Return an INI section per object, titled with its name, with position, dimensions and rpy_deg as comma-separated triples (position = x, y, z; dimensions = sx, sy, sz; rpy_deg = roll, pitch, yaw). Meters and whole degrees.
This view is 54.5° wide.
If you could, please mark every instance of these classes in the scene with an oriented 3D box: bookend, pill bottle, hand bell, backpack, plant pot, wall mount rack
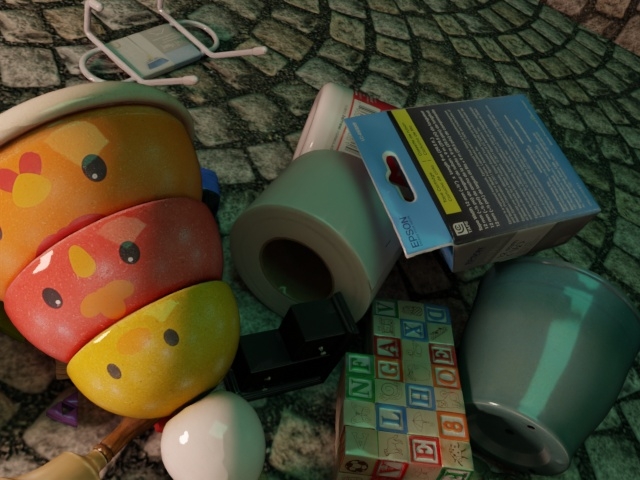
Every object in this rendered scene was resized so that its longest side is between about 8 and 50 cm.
[bookend]
position = -0.049, 0.156, 0.901
dimensions = 0.156, 0.157, 0.072
rpy_deg = -6, 54, -30
[pill bottle]
position = 0.157, -0.122, 1.180
dimensions = 0.408, 0.229, 0.229
rpy_deg = 20, 47, -9
[hand bell]
position = -0.260, 0.255, 0.760
dimensions = 0.126, 0.126, 0.242
rpy_deg = 38, 41, 9
[backpack]
position = -0.222, -0.073, 1.038
dimensions = 0.098, 0.120, 0.101
rpy_deg = 1, 53, -23
[plant pot]
position = 0.333, 0.208, 0.976
dimensions = 0.272, 0.271, 0.255
rpy_deg = 34, 57, 5
[wall mount rack]
position = -0.298, -0.399, 1.269
dimensions = 0.304, 0.130, 0.350
rpy_deg = 41, 48, 11

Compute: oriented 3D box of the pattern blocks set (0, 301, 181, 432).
[pattern blocks set]
position = -0.310, 0.113, 0.903
dimensions = 0.286, 0.026, 0.324
rpy_deg = 11, 52, -17

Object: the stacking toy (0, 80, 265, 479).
[stacking toy]
position = -0.206, 0.085, 0.750
dimensions = 0.351, 0.350, 0.479
rpy_deg = -26, 76, -38

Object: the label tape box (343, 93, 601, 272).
[label tape box]
position = 0.222, -0.089, 0.978
dimensions = 0.348, 0.115, 0.249
rpy_deg = -13, 63, -21

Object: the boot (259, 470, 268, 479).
[boot]
position = -0.123, 0.387, 0.718
dimensions = 0.262, 0.095, 0.203
rpy_deg = -25, 67, -39

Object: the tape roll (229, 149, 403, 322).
[tape roll]
position = 0.000, 0.000, 0.996
dimensions = 0.246, 0.246, 0.169
rpy_deg = 34, 47, 5

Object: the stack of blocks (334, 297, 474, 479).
[stack of blocks]
position = 0.114, 0.221, 0.927
dimensions = 0.171, 0.087, 0.297
rpy_deg = 8, 39, -3

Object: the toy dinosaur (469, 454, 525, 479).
[toy dinosaur]
position = 0.185, 0.342, 0.928
dimensions = 0.268, 0.064, 0.118
rpy_deg = 31, 42, 8
